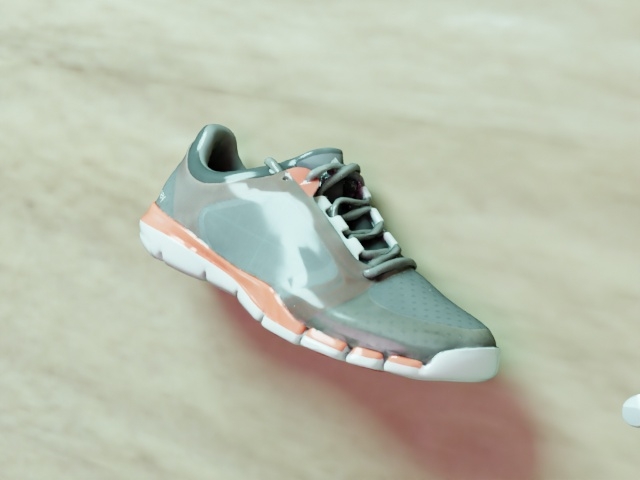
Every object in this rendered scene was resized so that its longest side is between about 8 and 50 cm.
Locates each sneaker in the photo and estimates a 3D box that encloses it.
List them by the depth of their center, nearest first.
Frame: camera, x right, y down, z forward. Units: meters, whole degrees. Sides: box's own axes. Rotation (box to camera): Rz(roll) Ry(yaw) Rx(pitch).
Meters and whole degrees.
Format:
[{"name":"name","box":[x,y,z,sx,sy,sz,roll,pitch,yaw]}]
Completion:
[{"name":"sneaker","box":[0.000,0.000,0.505,0.158,0.061,0.065,26,98,29]}]

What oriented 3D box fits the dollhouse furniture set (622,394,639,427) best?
[{"name":"dollhouse furniture set","box":[0.140,0.017,0.443,0.081,0.091,0.114,137,146,-68]}]
